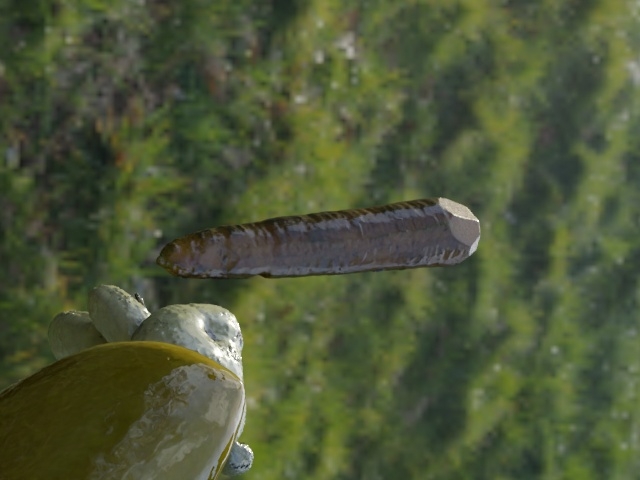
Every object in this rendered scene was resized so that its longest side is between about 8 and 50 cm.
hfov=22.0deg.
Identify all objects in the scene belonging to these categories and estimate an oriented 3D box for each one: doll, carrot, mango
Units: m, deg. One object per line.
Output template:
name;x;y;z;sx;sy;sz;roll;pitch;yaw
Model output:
doll;-0.167;0.125;1.587;0.175;0.278;0.149;50;63;-32
carrot;0.000;0.000;1.442;0.066;0.314;0.066;13;-75;61
mango;-0.191;0.191;0.969;0.331;0.195;0.142;-55;139;-25
